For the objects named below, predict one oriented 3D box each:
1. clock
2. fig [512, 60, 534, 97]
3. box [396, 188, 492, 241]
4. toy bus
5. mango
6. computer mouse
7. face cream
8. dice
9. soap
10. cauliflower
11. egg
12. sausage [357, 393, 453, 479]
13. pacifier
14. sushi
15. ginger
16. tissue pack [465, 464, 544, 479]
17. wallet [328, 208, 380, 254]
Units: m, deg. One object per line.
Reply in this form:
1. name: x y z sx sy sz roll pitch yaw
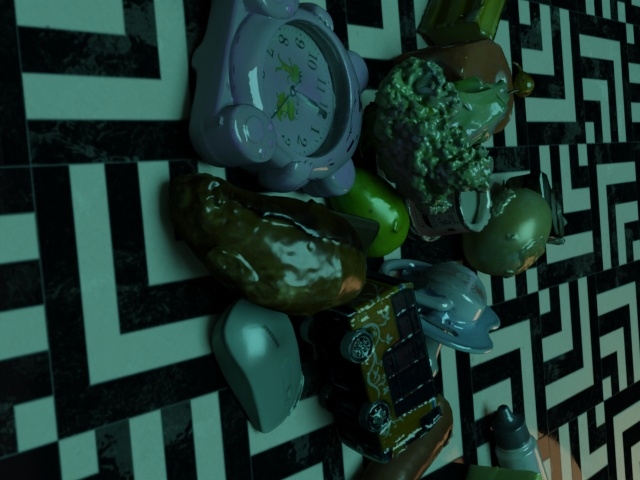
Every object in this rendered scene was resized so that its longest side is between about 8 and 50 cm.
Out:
1. clock: -0.048 -0.218 1.440 0.322 0.113 0.296 24 69 -50
2. fig: 0.445 -0.359 2.129 0.050 0.050 0.083 9 62 -51
3. box: 0.233 -0.074 1.771 0.151 0.135 0.151 3 86 -50
4. toy bus: 0.085 0.198 1.539 0.167 0.138 0.275 -26 113 -31
5. mango: 0.082 -0.051 1.608 0.178 0.100 0.119 50 54 -28
6. computer mouse: -0.080 0.179 1.413 0.128 0.079 0.231 -53 131 -36
7. face cream: 0.424 0.474 2.019 0.092 0.092 0.311 -44 123 -43
8. dice: 0.239 -0.272 1.756 0.179 0.174 0.175 -21 106 -51
9. soap: 0.290 -0.473 1.861 0.076 0.135 0.233 49 51 -38
10. cauliflower: 0.209 -0.188 1.576 0.315 0.239 0.256 -28 97 -8
11. egg: 0.374 -0.017 1.914 0.201 0.164 0.164 -43 124 -15
12. sausage: 0.121 0.407 1.641 0.094 0.094 0.419 38 45 9
13. pacifier: 0.188 0.153 1.693 0.287 0.238 0.226 -48 162 -72
14. sushi: 0.465 -0.062 2.105 0.273 0.109 0.134 16 71 -65
15. ginger: -0.062 0.011 1.329 0.321 0.165 0.172 27 25 -31
16. tissue pack: 0.343 0.565 1.857 0.125 0.159 0.234 51 51 -37
17. wallet: 0.000 0.000 1.501 0.198 0.031 0.110 12 115 -44
